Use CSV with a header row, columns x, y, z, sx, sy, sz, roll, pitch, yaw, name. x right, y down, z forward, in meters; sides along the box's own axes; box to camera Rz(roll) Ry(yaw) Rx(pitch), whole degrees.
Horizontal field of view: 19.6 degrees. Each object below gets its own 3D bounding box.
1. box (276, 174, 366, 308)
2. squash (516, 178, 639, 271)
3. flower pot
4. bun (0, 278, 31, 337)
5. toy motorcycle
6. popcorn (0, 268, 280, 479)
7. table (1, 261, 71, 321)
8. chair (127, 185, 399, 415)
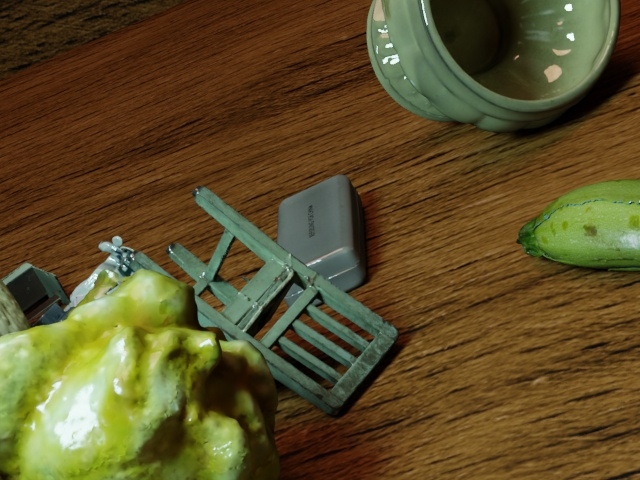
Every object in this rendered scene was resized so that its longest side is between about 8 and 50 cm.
x,y,z,sx,sy,sz,roll,pitch,yaw,name
0.000,0.000,2.213,0.103,0.055,0.244,-25,20,10,box
0.300,-0.016,1.814,0.094,0.094,0.341,-39,22,-26,squash
0.193,-0.273,2.297,0.307,0.307,0.244,-38,7,-23,flower pot
-0.476,0.165,2.179,0.352,0.227,0.349,-7,52,33,bun
-0.284,0.081,2.343,0.150,0.102,0.221,-40,7,37,toy motorcycle
-0.173,0.208,1.679,0.290,0.321,0.326,-2,44,19,popcorn
-0.441,0.098,2.545,0.146,0.062,0.175,-37,25,-22,table
-0.075,0.091,1.951,0.136,0.270,0.147,-49,-7,-37,chair
